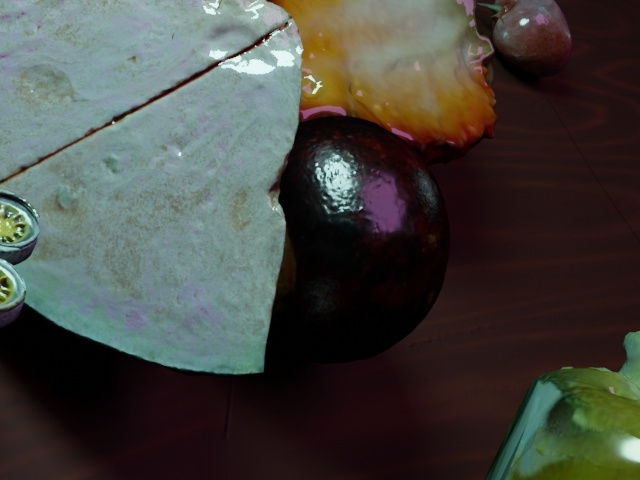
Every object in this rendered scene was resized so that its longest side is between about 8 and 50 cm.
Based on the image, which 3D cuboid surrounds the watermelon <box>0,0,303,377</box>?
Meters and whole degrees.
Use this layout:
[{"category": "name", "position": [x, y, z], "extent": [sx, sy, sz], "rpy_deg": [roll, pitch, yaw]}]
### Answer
[{"category": "watermelon", "position": [-0.150, -0.080, 1.147], "extent": [0.319, 0.292, 0.222], "rpy_deg": [15, -1, 4]}]

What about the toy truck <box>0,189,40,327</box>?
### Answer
[{"category": "toy truck", "position": [-0.257, 0.070, 0.901], "extent": [0.157, 0.124, 0.272], "rpy_deg": [17, 41, -13]}]

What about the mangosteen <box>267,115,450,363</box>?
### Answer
[{"category": "mangosteen", "position": [0.000, 0.000, 1.248], "extent": [0.210, 0.210, 0.210], "rpy_deg": [33, 37, -29]}]

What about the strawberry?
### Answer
[{"category": "strawberry", "position": [0.014, -0.166, 1.491], "extent": [0.336, 0.149, 0.265], "rpy_deg": [-22, 85, -47]}]

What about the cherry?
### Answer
[{"category": "cherry", "position": [0.249, -0.251, 1.919], "extent": [0.126, 0.087, 0.106], "rpy_deg": [15, 52, -42]}]

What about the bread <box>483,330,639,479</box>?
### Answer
[{"category": "bread", "position": [0.215, 0.264, 1.195], "extent": [0.264, 0.395, 0.239], "rpy_deg": [20, 20, -8]}]
